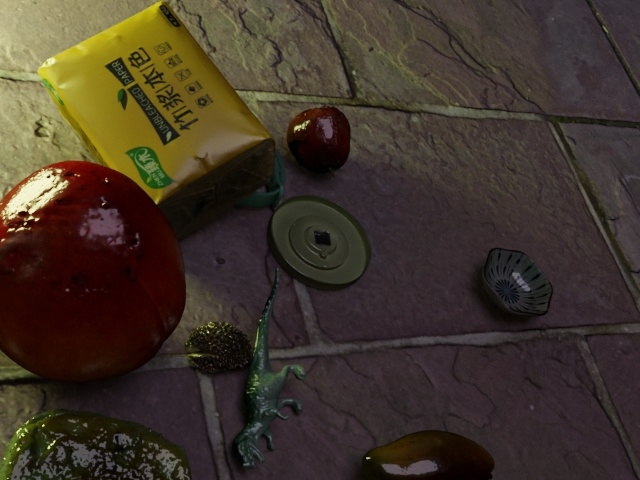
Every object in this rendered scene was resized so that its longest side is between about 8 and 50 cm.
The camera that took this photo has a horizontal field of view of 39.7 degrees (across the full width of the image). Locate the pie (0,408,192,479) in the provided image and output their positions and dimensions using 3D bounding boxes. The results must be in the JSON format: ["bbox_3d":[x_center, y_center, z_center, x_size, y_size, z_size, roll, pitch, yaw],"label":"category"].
[{"bbox_3d":[-0.350,0.407,1.379,0.323,0.070,0.323,13,53,-19],"label":"pie"}]

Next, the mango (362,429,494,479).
[{"bbox_3d":[0.195,0.415,1.633,0.267,0.111,0.133,3,57,-23],"label":"mango"}]

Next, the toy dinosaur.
[{"bbox_3d":[-0.074,0.247,1.635,0.129,0.076,0.383,27,52,-25],"label":"toy dinosaur"}]

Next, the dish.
[{"bbox_3d":[0.434,0.109,2.017,0.190,0.066,0.191,16,48,-19],"label":"dish"}]

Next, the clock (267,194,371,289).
[{"bbox_3d":[0.000,0.000,1.889,0.235,0.029,0.235,14,51,-19],"label":"clock"}]

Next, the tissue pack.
[{"bbox_3d":[-0.311,-0.224,1.719,0.293,0.228,0.382,-33,75,-16],"label":"tissue pack"}]

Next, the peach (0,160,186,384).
[{"bbox_3d":[-0.380,0.053,1.429,0.370,0.370,0.370,14,51,-18],"label":"peach"}]

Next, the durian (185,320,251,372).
[{"bbox_3d":[-0.173,0.196,1.629,0.140,0.071,0.110,24,49,-17],"label":"durian"}]

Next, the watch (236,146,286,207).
[{"bbox_3d":[-0.174,-0.163,1.897,0.195,0.068,0.237,-20,64,-39],"label":"watch"}]

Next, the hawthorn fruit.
[{"bbox_3d":[0.003,-0.215,1.979,0.148,0.148,0.172,-12,75,-34],"label":"hawthorn fruit"}]
